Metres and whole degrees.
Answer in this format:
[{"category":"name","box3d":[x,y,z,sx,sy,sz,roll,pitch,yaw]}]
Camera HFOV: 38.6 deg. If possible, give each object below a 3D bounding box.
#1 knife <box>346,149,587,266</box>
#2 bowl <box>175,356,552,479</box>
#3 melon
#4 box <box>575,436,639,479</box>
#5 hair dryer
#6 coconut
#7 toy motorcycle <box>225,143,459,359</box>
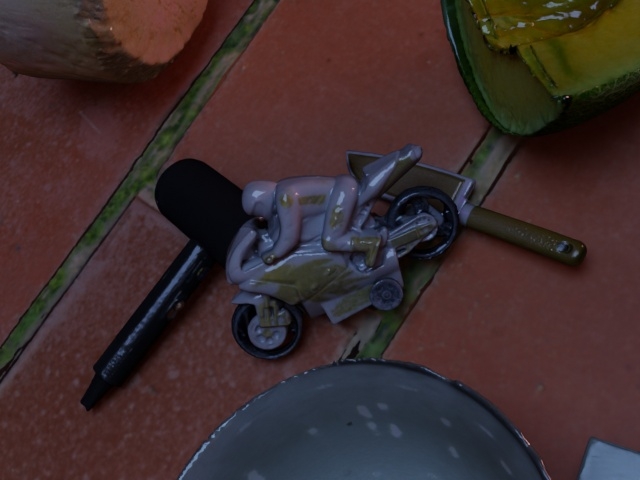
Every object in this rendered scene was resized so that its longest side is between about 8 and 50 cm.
[{"category":"knife","box3d":[0.119,-0.035,0.801,0.256,0.022,0.046,24,83,35]},{"category":"bowl","box3d":[0.041,0.252,0.617,0.313,0.146,0.313,-14,58,25]},{"category":"melon","box3d":[0.211,-0.187,0.787,0.169,0.129,0.265,-13,55,-8]},{"category":"box","box3d":[0.278,0.253,0.578,0.270,0.045,0.210,13,72,28]},{"category":"hair dryer","box3d":[-0.156,0.046,0.862,0.128,0.070,0.255,40,90,33]},{"category":"coconut","box3d":[-0.263,-0.284,0.968,0.244,0.239,0.239,13,72,29]},{"category":"toy motorcycle","box3d":[0.000,0.000,0.776,0.229,0.151,0.074,-34,12,10]}]
